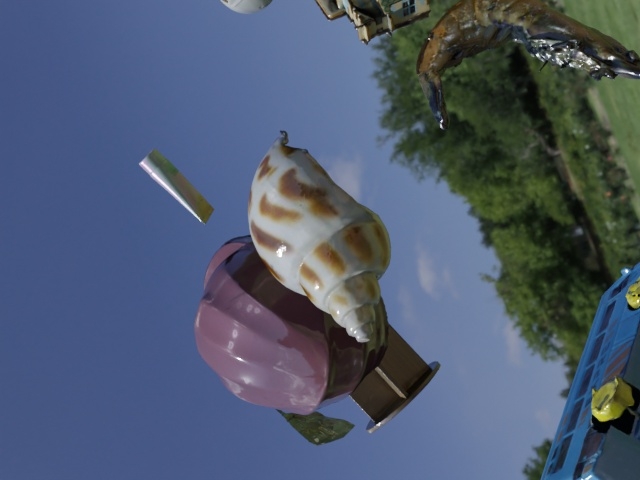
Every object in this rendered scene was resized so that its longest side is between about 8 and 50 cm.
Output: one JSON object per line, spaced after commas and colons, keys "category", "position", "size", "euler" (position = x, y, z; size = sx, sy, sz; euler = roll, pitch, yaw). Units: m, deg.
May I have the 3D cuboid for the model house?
{"category": "model house", "position": [0.056, -0.475, 1.325], "size": [0.206, 0.178, 0.271], "euler": [77, 170, -55]}

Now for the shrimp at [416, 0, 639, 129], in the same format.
{"category": "shrimp", "position": [0.226, -0.182, 0.939], "size": [0.262, 0.198, 0.051], "euler": [32, 168, 27]}

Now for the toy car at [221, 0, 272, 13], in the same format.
{"category": "toy car", "position": [-0.108, -0.375, 1.187], "size": [0.139, 0.112, 0.112], "euler": [-19, -105, -54]}

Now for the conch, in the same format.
{"category": "conch", "position": [0.000, 0.001, 1.073], "size": [0.275, 0.148, 0.183], "euler": [41, 179, 24]}

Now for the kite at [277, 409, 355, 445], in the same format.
{"category": "kite", "position": [-0.049, 0.374, 1.811], "size": [0.141, 0.245, 0.015], "euler": [-6, -66, -53]}

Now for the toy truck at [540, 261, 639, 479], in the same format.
{"category": "toy truck", "position": [0.414, 0.188, 1.079], "size": [0.161, 0.162, 0.385], "euler": [33, -125, -2]}

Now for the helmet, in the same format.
{"category": "helmet", "position": [-0.073, 0.142, 1.300], "size": [0.197, 0.338, 0.271], "euler": [-44, -32, -61]}

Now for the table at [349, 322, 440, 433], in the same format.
{"category": "table", "position": [0.065, 0.183, 1.416], "size": [0.226, 0.167, 0.167], "euler": [47, -162, 4]}

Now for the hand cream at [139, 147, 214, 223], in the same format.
{"category": "hand cream", "position": [-0.283, -0.108, 1.673], "size": [0.174, 0.047, 0.076], "euler": [46, -157, -13]}
